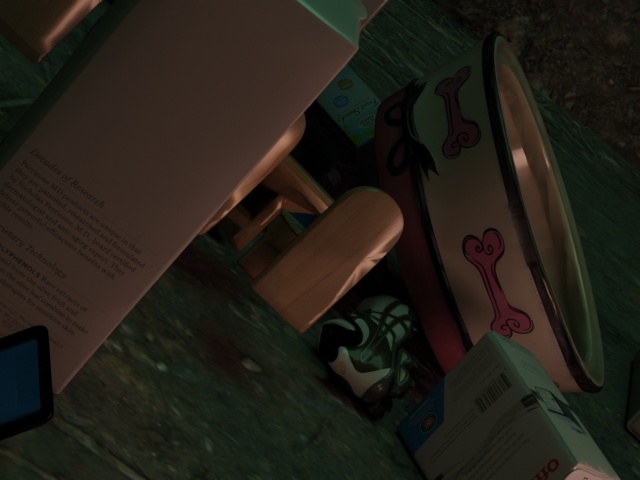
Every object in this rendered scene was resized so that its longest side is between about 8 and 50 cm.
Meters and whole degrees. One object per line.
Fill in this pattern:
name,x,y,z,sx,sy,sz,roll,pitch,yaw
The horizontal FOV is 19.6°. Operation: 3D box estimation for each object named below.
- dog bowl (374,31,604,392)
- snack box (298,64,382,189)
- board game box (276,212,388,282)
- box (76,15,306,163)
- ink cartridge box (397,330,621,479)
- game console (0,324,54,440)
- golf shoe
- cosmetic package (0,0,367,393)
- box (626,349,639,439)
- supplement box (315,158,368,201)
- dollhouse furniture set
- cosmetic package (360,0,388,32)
dog bowl,0.183,-0.014,2.032,0.408,0.150,0.407,-17,90,-77
snack box,0.011,-0.143,2.227,0.207,0.070,0.174,51,-19,27
board game box,0.000,0.000,2.066,0.169,0.033,0.133,19,32,-39
box,-0.144,-0.157,2.099,0.232,0.059,0.183,45,17,16
ink cartridge box,0.176,0.203,1.745,0.082,0.139,0.190,27,22,-42
game console,-0.247,0.088,1.258,0.107,0.071,0.122,33,18,-25
golf shoe,0.044,0.092,1.851,0.094,0.077,0.198,35,17,-16
cosmetic package,-0.136,-0.085,1.419,0.155,0.365,0.197,37,17,-11
box,0.500,0.204,2.456,0.148,0.121,0.311,41,17,-1
supplement box,0.028,-0.041,2.068,0.043,0.055,0.083,16,34,-44
dollhouse furniture set,-0.091,-0.179,1.718,0.394,0.256,0.362,45,3,-23
cosmetic package,-0.011,-0.324,2.034,0.217,0.385,0.156,39,16,-5
